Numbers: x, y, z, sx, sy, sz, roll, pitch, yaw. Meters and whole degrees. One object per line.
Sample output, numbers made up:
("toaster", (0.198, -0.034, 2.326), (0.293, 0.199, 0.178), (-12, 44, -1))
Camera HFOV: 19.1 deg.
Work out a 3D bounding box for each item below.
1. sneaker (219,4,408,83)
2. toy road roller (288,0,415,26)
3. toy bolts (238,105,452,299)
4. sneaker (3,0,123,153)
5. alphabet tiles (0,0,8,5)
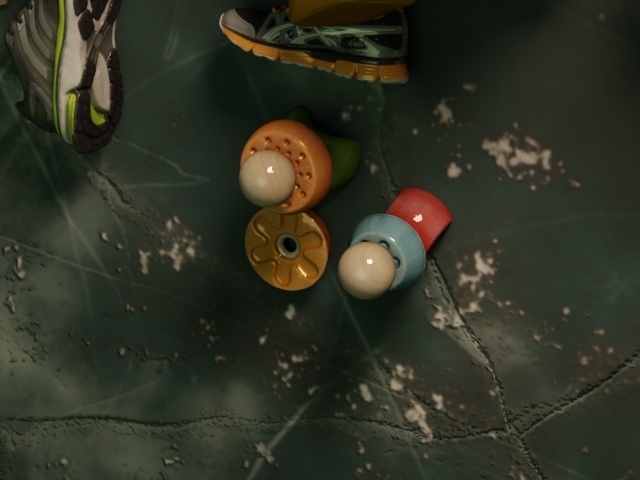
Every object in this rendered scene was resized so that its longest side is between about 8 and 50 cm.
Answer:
("sneaker", (-0.002, -0.220, 1.991), (0.215, 0.084, 0.083), (13, 101, 17))
("toy road roller", (0.108, -0.326, 1.835), (0.329, 0.241, 0.202), (-7, 85, 63))
("toy bolts", (0.000, 0.000, 2.017), (0.228, 0.158, 0.218), (30, 119, 13))
("sneaker", (-0.292, -0.248, 2.099), (0.121, 0.111, 0.299), (15, 113, 25))
("alphabet tiles", (-0.476, -0.310, 2.219), (0.237, 0.009, 0.198), (-9, 104, 29))
